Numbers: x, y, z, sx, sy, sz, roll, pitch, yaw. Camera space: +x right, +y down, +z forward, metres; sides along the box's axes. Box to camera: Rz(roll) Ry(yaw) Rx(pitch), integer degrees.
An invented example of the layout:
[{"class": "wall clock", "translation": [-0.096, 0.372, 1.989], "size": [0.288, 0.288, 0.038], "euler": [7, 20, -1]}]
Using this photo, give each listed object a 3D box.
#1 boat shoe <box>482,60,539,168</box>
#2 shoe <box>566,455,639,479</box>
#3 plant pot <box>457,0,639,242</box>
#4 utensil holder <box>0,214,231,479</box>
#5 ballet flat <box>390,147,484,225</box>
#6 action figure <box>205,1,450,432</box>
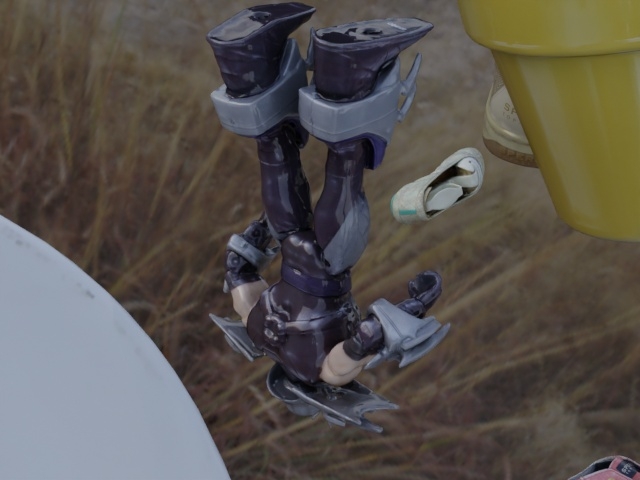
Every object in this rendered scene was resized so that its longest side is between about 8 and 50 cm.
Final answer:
[{"class": "boat shoe", "translation": [0.223, -0.205, 1.102], "size": [0.121, 0.110, 0.341], "euler": [7, 40, 6]}, {"class": "shoe", "translation": [0.232, 0.183, 0.793], "size": [0.063, 0.178, 0.081], "euler": [-11, 76, -62]}, {"class": "plant pot", "translation": [0.231, -0.138, 0.829], "size": [0.254, 0.239, 0.254], "euler": [-11, 24, 5]}, {"class": "utensil holder", "translation": [-0.200, 0.172, 0.459], "size": [0.327, 0.385, 0.328], "euler": [4, 69, -12]}, {"class": "ballet flat", "translation": [0.145, -0.057, 1.275], "size": [0.168, 0.052, 0.057], "euler": [-34, 114, -40]}, {"class": "action figure", "translation": [0.000, 0.000, 0.732], "size": [0.185, 0.285, 0.099], "euler": [22, 34, 34]}]
